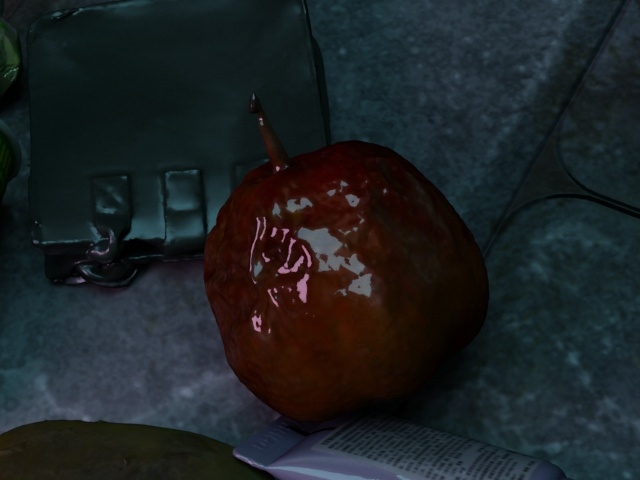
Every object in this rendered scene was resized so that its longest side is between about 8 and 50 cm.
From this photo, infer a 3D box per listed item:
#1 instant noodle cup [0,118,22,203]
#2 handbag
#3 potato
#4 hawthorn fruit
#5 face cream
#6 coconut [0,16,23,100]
[{"bbox_3d":[-0.350,0.017,1.325,0.207,0.207,0.233,3,64,7],"label":"instant noodle cup"},{"bbox_3d":[-0.115,-0.090,1.436,0.247,0.079,0.260,-7,57,1],"label":"handbag"},{"bbox_3d":[-0.171,0.213,1.201,0.296,0.141,0.192,-5,50,6],"label":"potato"},{"bbox_3d":[0.000,0.000,1.258,0.207,0.243,0.207,-24,13,6],"label":"hawthorn fruit"},{"bbox_3d":[0.086,0.178,1.220,0.274,0.096,0.154,22,21,17],"label":"face cream"},{"bbox_3d":[-0.294,-0.156,1.492,0.081,0.082,0.083,17,82,21],"label":"coconut"}]
